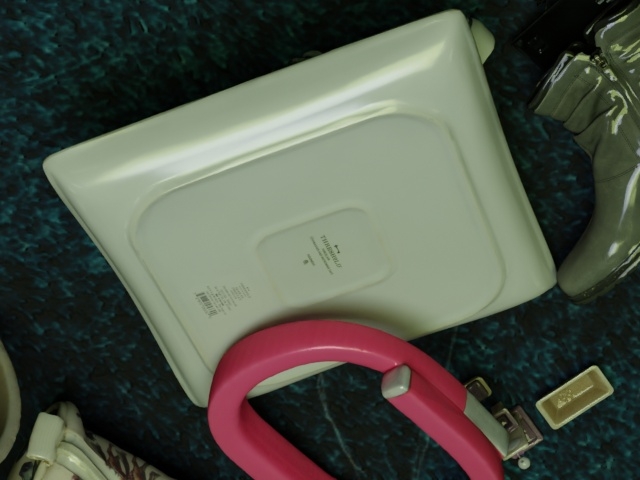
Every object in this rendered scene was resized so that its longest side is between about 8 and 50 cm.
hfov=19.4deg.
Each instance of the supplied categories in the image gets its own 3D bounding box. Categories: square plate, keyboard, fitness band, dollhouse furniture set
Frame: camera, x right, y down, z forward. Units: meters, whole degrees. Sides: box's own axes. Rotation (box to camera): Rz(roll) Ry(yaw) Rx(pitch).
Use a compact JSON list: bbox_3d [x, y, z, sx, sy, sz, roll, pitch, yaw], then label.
[{"bbox_3d":[0.000,0.000,1.518,0.344,0.049,0.347,-20,136,6],"label":"square plate"},{"bbox_3d":[0.239,-0.213,1.531,0.100,0.038,0.192,38,121,-19],"label":"keyboard"},{"bbox_3d":[0.034,0.172,1.589,0.209,0.054,0.291,-21,131,31],"label":"fitness band"},{"bbox_3d":[0.193,0.144,1.633,0.114,0.081,0.091,-34,106,10],"label":"dollhouse furniture set"}]

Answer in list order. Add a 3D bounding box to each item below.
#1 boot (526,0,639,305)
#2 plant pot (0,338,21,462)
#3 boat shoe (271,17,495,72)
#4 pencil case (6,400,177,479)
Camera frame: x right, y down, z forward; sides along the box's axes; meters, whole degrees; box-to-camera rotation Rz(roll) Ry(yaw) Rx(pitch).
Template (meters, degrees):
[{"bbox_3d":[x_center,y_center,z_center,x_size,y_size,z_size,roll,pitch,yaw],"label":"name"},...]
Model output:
[{"bbox_3d":[0.233,-0.079,1.556,0.161,0.083,0.246,32,109,-11],"label":"boot"},{"bbox_3d":[-0.464,0.186,1.535,0.334,0.334,0.305,31,116,-10],"label":"plant pot"},{"bbox_3d":[0.000,-0.107,1.542,0.301,0.108,0.102,-33,107,17],"label":"boat shoe"},{"bbox_3d":[-0.108,0.302,1.636,0.410,0.160,0.183,34,130,-11],"label":"pencil case"}]
